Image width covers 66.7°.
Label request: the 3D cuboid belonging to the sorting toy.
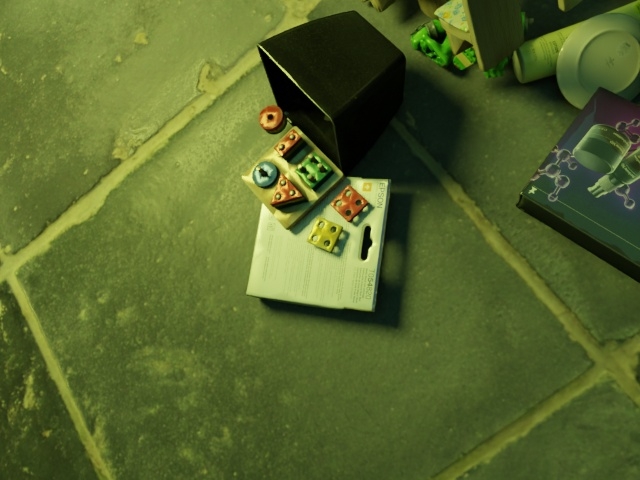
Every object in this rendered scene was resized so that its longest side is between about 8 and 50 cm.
[{"bbox_3d":[-0.047,-0.104,0.804,0.132,0.046,0.274,-43,69,3],"label":"sorting toy"}]

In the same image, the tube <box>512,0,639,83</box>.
[{"bbox_3d":[0.423,-0.309,0.746,0.240,0.070,0.062,-14,36,9],"label":"tube"}]

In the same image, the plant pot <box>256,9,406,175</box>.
[{"bbox_3d":[0.033,-0.251,0.791,0.167,0.188,0.187,-39,71,-6],"label":"plant pot"}]

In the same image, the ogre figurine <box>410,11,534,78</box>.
[{"bbox_3d":[0.245,-0.331,0.782,0.118,0.197,0.097,-42,116,-5],"label":"ogre figurine"}]

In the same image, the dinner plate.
[{"bbox_3d":[0.426,-0.263,0.723,0.141,0.017,0.141,0,106,2],"label":"dinner plate"}]

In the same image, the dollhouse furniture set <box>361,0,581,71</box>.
[{"bbox_3d":[0.237,-0.504,0.665,0.394,0.256,0.362,-36,46,4],"label":"dollhouse furniture set"}]

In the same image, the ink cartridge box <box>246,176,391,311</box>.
[{"bbox_3d":[0.000,0.000,0.817,0.224,0.045,0.223,6,80,18],"label":"ink cartridge box"}]

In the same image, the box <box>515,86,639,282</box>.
[{"bbox_3d":[0.439,-0.058,0.669,0.261,0.103,0.184,37,98,19],"label":"box"}]
